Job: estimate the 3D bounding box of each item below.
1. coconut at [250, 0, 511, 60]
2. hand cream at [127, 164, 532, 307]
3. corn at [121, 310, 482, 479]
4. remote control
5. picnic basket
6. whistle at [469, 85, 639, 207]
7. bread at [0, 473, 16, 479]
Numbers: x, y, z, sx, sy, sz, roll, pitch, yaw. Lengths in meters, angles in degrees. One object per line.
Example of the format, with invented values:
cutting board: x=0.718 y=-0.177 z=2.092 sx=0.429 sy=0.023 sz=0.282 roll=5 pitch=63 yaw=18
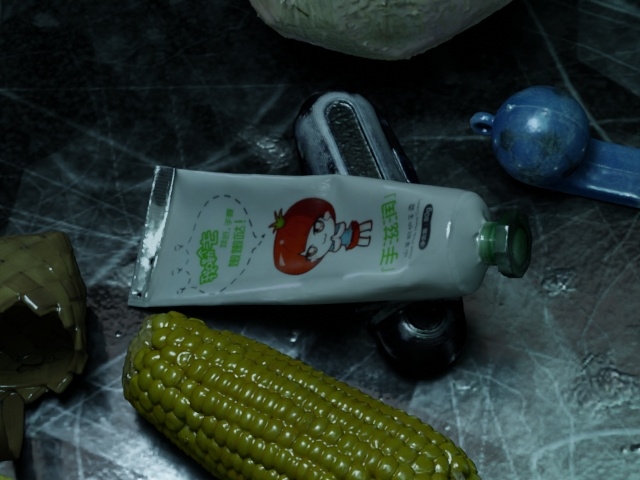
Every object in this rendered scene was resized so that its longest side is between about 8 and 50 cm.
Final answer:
coconut: x=0.049 y=-0.297 z=1.447 sx=0.297 sy=0.254 sz=0.297 roll=-1 pitch=58 yaw=1
hand cream: x=0.000 y=0.000 z=1.352 sx=0.336 sy=0.076 sz=0.121 roll=1 pitch=71 yaw=27
corn: x=-0.015 y=0.153 z=1.286 sx=0.322 sy=0.119 sz=0.119 roll=24 pitch=66 yaw=21
remote control: x=0.047 y=-0.016 z=1.400 sx=0.090 sy=0.066 sz=0.266 roll=-22 pitch=61 yaw=0
picnic basket: x=-0.251 y=0.086 z=1.329 sx=0.138 sy=0.128 sz=0.178 roll=-7 pitch=52 yaw=2
whistle: x=0.200 y=-0.082 z=1.416 sx=0.158 sy=0.090 sz=0.090 roll=12 pitch=63 yaw=11
bread: x=-0.313 y=0.182 z=1.224 sx=0.245 sy=0.233 sz=0.361 roll=-34 pitch=64 yaw=-14
